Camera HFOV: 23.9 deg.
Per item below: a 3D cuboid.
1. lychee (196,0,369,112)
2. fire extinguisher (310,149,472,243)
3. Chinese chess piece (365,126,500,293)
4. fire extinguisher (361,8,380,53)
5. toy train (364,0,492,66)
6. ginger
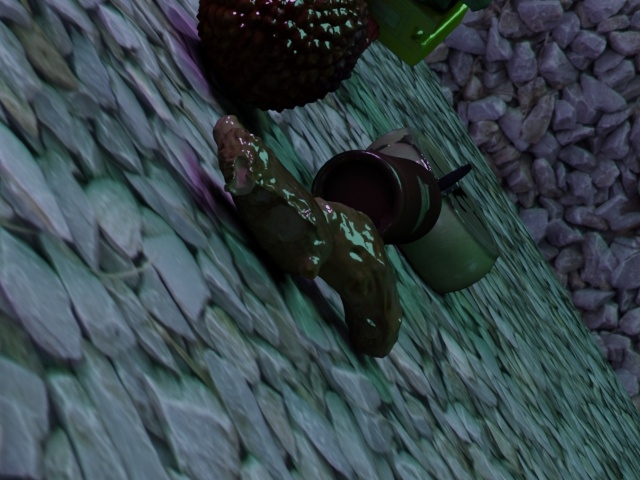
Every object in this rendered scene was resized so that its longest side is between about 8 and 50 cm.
[{"bbox_3d":[-0.040,-0.214,1.537,0.188,0.188,0.188,53,13,-17],"label":"lychee"},{"bbox_3d":[0.093,-0.053,1.708,0.102,0.138,0.344,61,14,7],"label":"fire extinguisher"},{"bbox_3d":[0.141,-0.041,1.969,0.238,0.092,0.238,52,14,-19],"label":"Chinese chess piece"},{"bbox_3d":[-0.058,-0.381,2.075,0.337,0.106,0.147,51,37,-20],"label":"fire extinguisher"},{"bbox_3d":[0.057,-0.448,2.164,0.442,0.179,0.272,41,-30,7],"label":"toy train"},{"bbox_3d":[-0.001,-0.002,1.336,0.290,0.084,0.122,47,9,-40],"label":"ginger"}]
